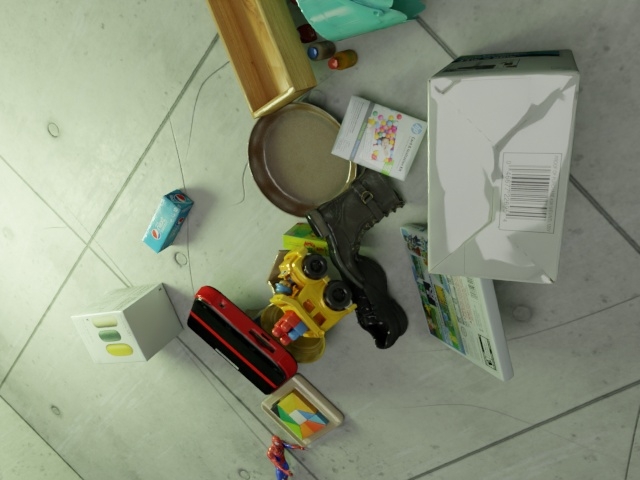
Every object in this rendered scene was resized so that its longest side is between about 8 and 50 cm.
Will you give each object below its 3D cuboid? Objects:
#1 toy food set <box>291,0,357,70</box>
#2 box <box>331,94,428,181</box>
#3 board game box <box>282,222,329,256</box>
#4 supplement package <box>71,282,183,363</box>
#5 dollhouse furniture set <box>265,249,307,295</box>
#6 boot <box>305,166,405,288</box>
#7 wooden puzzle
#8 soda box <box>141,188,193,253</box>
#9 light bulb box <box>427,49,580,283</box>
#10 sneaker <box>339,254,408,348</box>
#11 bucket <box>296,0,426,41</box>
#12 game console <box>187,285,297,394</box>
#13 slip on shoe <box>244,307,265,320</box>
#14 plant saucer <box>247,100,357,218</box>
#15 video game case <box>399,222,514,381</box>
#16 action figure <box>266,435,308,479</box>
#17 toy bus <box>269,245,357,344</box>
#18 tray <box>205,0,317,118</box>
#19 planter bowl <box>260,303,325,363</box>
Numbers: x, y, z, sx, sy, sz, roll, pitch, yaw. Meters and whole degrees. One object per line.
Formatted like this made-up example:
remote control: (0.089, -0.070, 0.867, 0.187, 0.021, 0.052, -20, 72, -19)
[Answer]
toy food set: (-0.009, -0.487, 1.150, 0.111, 0.104, 0.232, -9, 110, 29)
box: (0.137, -0.238, 1.207, 0.186, 0.038, 0.145, 22, 107, 3)
board game box: (0.000, 0.000, 1.393, 0.182, 0.092, 0.043, 10, 117, 22)
supplement package: (-0.666, 0.288, 1.793, 0.263, 0.198, 0.199, -10, 109, 29)
dollhouse furniture set: (-0.044, 0.118, 1.443, 0.151, 0.144, 0.123, 55, 134, 38)
boot: (0.112, -0.036, 1.271, 0.229, 0.091, 0.262, -34, 107, -8)
wooden puzzle: (-0.070, 0.582, 1.743, 0.221, 0.044, 0.238, 43, 124, 1)
soda box: (-0.477, -0.058, 1.611, 0.071, 0.067, 0.210, 41, 124, 3)
light bulb box: (0.345, -0.160, 0.985, 0.226, 0.361, 0.357, 5, 116, 22)
sneaker: (0.133, 0.163, 1.388, 0.109, 0.130, 0.286, -31, 97, 35)
bucket: (0.071, -0.533, 0.998, 0.183, 0.281, 0.280, -9, 110, 33)
game console: (-0.260, 0.326, 1.651, 0.387, 0.060, 0.342, 41, 149, 4)
slip on shoe: (-0.226, 0.238, 1.650, 0.135, 0.051, 0.041, -32, 86, 40)
plant saucer: (-0.045, -0.206, 1.341, 0.311, 0.050, 0.310, 10, 118, 20)
video game case: (0.315, 0.133, 1.228, 0.300, 0.036, 0.328, 26, 138, 66)
action figure: (-0.111, 0.817, 1.852, 0.139, 0.091, 0.280, 4, 117, 32)
toy bus: (-0.053, 0.154, 1.333, 0.220, 0.211, 0.149, 51, 158, -7)
tray: (-0.157, -0.504, 1.162, 0.203, 0.076, 0.410, -10, 103, 57)
planter bowl: (-0.065, 0.255, 1.549, 0.217, 0.090, 0.217, 13, 121, 22)
